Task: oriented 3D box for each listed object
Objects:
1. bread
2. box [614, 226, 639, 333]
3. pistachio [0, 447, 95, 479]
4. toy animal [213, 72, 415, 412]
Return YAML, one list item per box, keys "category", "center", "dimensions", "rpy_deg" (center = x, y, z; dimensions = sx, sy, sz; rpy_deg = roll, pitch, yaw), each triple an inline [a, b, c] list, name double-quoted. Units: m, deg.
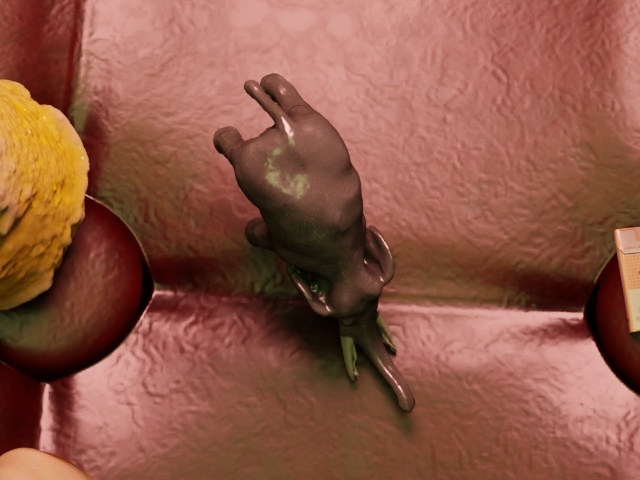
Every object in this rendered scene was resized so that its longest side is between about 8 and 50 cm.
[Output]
- category: "bread"
  center: [-0.282, -0.038, 0.986]
  dimensions: [0.197, 0.170, 0.197]
  rpy_deg: [0, 86, 7]
- category: "box"
  center: [0.261, 0.030, 1.051]
  dimensions: [0.046, 0.012, 0.083]
  rpy_deg: [-6, 78, 0]
- category: "pistachio"
  center: [-0.189, 0.252, 0.935]
  dimensions: [0.144, 0.144, 0.215]
  rpy_deg: [-21, 83, -5]
- category: "toy animal"
  center: [-0.003, -0.001, 1.002]
  dimensions: [0.082, 0.137, 0.269]
  rpy_deg: [-28, 118, -10]
